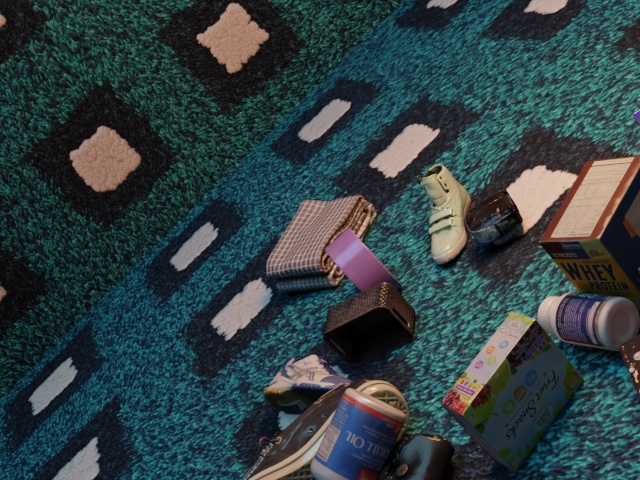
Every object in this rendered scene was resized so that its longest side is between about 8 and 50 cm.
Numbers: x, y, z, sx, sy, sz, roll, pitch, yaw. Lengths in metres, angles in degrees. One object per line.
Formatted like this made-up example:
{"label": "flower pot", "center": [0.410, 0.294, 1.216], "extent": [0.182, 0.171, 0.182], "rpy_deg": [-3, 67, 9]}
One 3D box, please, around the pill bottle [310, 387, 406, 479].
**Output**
{"label": "pill bottle", "center": [0.057, 0.393, 1.801], "extent": [0.124, 0.124, 0.221], "rpy_deg": [18, 83, 63]}

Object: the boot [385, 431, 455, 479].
{"label": "boot", "center": [0.183, 0.431, 1.709], "extent": [0.246, 0.094, 0.207], "rpy_deg": [-18, 38, 54]}

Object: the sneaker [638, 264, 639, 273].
{"label": "sneaker", "center": [0.627, 0.048, 1.694], "extent": [0.191, 0.082, 0.071], "rpy_deg": [-25, 16, -19]}

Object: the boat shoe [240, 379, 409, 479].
{"label": "boat shoe", "center": [-0.041, 0.456, 1.919], "extent": [0.500, 0.187, 0.156], "rpy_deg": [-43, 19, -11]}

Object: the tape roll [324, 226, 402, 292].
{"label": "tape roll", "center": [0.100, 0.064, 2.313], "extent": [0.080, 0.189, 0.189], "rpy_deg": [-43, 24, 3]}

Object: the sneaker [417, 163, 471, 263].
{"label": "sneaker", "center": [0.272, -0.067, 2.310], "extent": [0.094, 0.151, 0.256], "rpy_deg": [-24, 32, 33]}

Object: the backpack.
{"label": "backpack", "center": [0.384, -0.039, 2.174], "extent": [0.114, 0.084, 0.105], "rpy_deg": [-31, 26, 13]}

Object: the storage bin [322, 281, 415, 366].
{"label": "storage bin", "center": [0.108, 0.187, 2.184], "extent": [0.180, 0.122, 0.084], "rpy_deg": [-29, 29, 29]}

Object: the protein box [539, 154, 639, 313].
{"label": "protein box", "center": [0.534, -0.008, 1.758], "extent": [0.136, 0.200, 0.201], "rpy_deg": [-2, 46, 56]}

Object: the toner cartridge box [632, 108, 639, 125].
{"label": "toner cartridge box", "center": [0.740, -0.199, 1.905], "extent": [0.165, 0.075, 0.348], "rpy_deg": [-36, 25, 18]}

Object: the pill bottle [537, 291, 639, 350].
{"label": "pill bottle", "center": [0.468, 0.140, 1.747], "extent": [0.094, 0.094, 0.169], "rpy_deg": [-52, 26, -19]}

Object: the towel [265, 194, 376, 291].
{"label": "towel", "center": [0.000, 0.000, 2.651], "extent": [0.235, 0.121, 0.283], "rpy_deg": [-12, 39, 48]}

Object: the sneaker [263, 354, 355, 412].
{"label": "sneaker", "center": [-0.010, 0.305, 2.187], "extent": [0.296, 0.112, 0.131], "rpy_deg": [-8, 42, 51]}

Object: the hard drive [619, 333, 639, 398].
{"label": "hard drive", "center": [0.598, 0.220, 1.460], "extent": [0.237, 0.064, 0.339], "rpy_deg": [-35, 25, 18]}

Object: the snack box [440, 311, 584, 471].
{"label": "snack box", "center": [0.328, 0.256, 1.676], "extent": [0.207, 0.174, 0.070], "rpy_deg": [-48, 28, -13]}
